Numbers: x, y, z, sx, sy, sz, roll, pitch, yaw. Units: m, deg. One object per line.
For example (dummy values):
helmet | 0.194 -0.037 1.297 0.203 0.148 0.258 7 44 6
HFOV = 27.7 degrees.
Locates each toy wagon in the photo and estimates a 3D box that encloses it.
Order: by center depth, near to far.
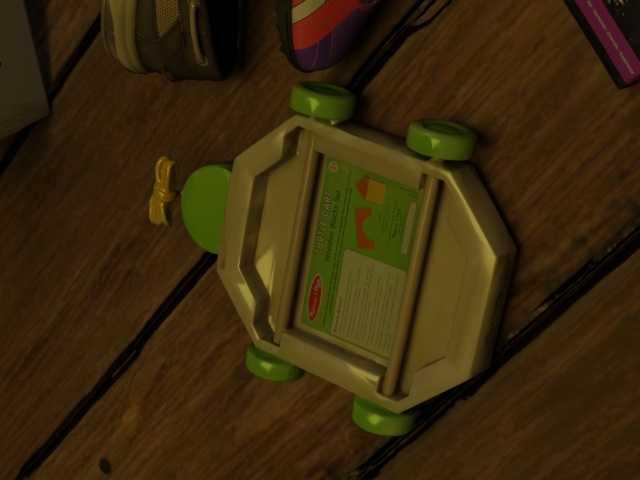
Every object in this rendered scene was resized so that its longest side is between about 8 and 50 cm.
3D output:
toy wagon | 0.000 0.000 1.127 0.344 0.068 0.267 22 113 30

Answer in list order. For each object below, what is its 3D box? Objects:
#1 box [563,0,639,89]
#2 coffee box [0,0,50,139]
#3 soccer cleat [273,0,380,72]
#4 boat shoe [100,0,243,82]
box | 0.251 -0.199 0.928 0.162 0.029 0.116 -35 81 36
coffee box | -0.523 -0.231 1.228 0.338 0.337 0.334 12 123 34
soccer cleat | 0.053 -0.267 1.009 0.116 0.108 0.318 26 114 18
boat shoe | -0.095 -0.295 1.091 0.130 0.132 0.355 19 127 13
